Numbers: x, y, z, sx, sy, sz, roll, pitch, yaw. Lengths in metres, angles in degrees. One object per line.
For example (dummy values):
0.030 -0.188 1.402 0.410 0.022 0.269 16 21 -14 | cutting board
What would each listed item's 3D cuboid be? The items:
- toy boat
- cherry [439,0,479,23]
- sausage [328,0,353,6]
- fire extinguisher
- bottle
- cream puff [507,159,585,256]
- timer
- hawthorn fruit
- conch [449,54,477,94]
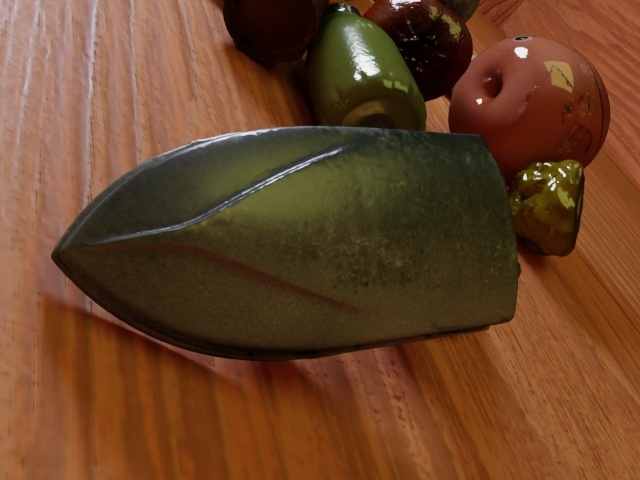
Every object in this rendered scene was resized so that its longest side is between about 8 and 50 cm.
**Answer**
0.000 0.000 0.436 0.319 0.092 0.141 -2 80 -36 | toy boat
0.270 -0.629 1.709 0.255 0.218 0.296 22 44 -37 | cherry
0.019 -0.369 1.133 0.039 0.041 0.131 27 20 17 | sausage
-0.023 -0.357 0.854 0.106 0.147 0.337 13 43 1 | fire extinguisher
0.039 -0.190 0.801 0.112 0.112 0.260 29 29 -29 | bottle
0.303 -0.048 0.982 0.116 0.146 0.146 11 12 27 | cream puff
0.316 -0.194 1.082 0.214 0.230 0.230 14 38 -37 | timer
0.129 -0.274 1.017 0.169 0.169 0.188 40 14 -9 | hawthorn fruit
0.275 -0.332 1.398 0.176 0.094 0.105 22 72 -30 | conch
